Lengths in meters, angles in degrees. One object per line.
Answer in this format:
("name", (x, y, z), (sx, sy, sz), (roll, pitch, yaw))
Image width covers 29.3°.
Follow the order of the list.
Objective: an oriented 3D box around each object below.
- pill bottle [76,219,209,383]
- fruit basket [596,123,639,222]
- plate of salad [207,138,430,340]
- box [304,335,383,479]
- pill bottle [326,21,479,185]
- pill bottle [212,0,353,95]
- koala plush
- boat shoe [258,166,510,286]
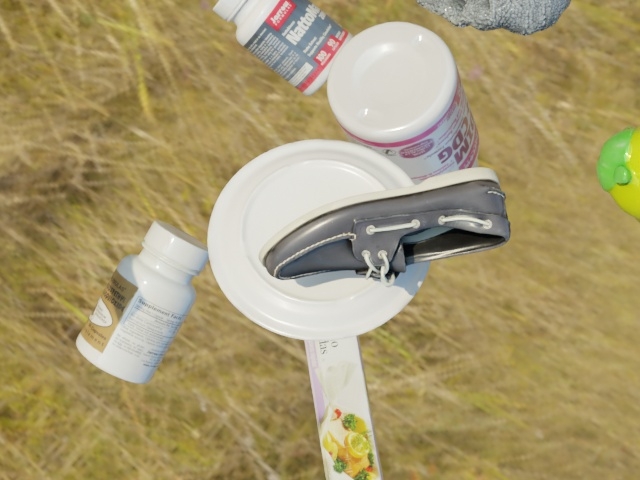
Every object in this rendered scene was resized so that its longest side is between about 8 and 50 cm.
("pill bottle", (-0.265, 0.091, 1.871), (0.131, 0.131, 0.229), (25, 97, -50))
("fruit basket", (0.513, -0.077, 1.558), (0.392, 0.392, 0.283), (-50, 172, -11))
("plate of salad", (0.000, 0.000, 1.088), (0.200, 0.200, 0.048), (-44, 161, -18))
("box", (0.025, 0.185, 1.407), (0.063, 0.324, 0.067), (-10, 156, 2))
("pill bottle", (0.119, -0.146, 1.583), (0.160, 0.160, 0.283), (-53, 155, -7))
("pill bottle", (-0.054, -0.293, 1.685), (0.180, 0.108, 0.108), (37, 84, -11))
("koala plush", (0.233, -0.394, 1.558), (0.196, 0.203, 0.221), (-21, 131, -19))
("boat shoe", (0.054, 0.001, 0.984), (0.206, 0.065, 0.075), (-17, 156, -2))
